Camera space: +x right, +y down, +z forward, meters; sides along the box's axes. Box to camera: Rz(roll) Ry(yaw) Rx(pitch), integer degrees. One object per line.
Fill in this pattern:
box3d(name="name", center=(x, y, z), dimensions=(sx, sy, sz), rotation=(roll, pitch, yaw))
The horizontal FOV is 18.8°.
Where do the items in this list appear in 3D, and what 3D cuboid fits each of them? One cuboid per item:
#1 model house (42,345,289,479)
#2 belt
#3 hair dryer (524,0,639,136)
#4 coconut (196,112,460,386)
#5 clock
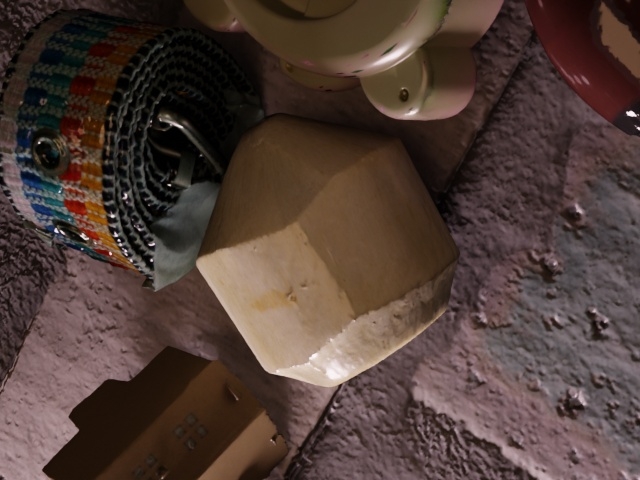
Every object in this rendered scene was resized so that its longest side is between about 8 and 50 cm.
box3d(name="model house", center=(-0.110, 0.238, 1.757), dimensions=(0.248, 0.181, 0.176), rotation=(51, 165, -22))
box3d(name="belt", center=(-0.159, -0.079, 1.631), dimensions=(0.150, 0.257, 0.207), rotation=(16, 74, 26))
box3d(name="hair dryer", center=(0.295, -0.272, 1.448), dimensions=(0.340, 0.123, 0.313), rotation=(-27, 79, 19))
box3d(name="coconut", center=(0.000, 0.000, 1.594), dimensions=(0.202, 0.202, 0.222), rotation=(-30, 90, 30))
box3d(name="clock", center=(0.028, -0.254, 1.517), dimensions=(0.309, 0.114, 0.284), rotation=(37, 117, 37))
